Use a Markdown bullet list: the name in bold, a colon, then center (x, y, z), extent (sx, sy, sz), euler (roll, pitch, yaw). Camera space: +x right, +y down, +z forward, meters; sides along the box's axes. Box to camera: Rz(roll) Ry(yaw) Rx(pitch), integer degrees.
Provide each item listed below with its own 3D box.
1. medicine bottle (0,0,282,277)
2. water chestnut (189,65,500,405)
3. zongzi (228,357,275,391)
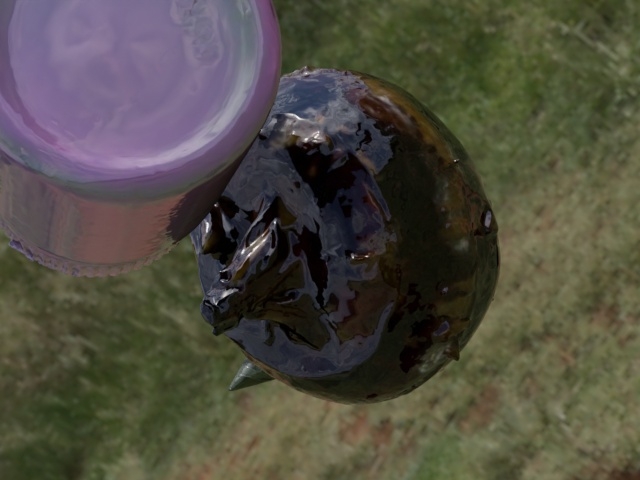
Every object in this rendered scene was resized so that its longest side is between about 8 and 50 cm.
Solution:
- **medicine bottle**: center (-0.134, -0.081, 0.880), extent (0.178, 0.178, 0.290), euler (-62, 5, -15)
- **water chestnut**: center (0.000, 0.000, 1.174), extent (0.300, 0.300, 0.300), euler (-46, 22, 25)
- **zongzi**: center (-0.053, 0.165, 1.869), extent (0.109, 0.055, 0.119), euler (-2, 35, 31)
